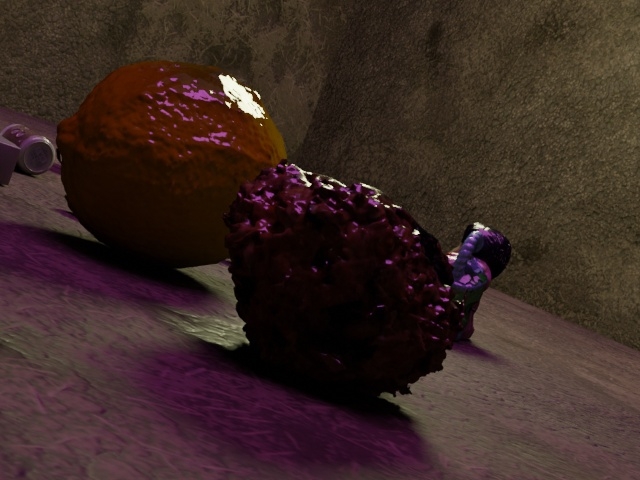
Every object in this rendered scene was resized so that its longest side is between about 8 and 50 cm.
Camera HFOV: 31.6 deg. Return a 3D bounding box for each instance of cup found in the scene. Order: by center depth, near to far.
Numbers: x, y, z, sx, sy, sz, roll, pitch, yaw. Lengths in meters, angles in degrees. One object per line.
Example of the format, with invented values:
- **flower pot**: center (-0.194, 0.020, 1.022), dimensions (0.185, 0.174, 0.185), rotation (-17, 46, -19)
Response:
- **cup**: center (-0.528, -0.162, 1.981), dimensions (0.102, 0.074, 0.099), rotation (16, 6, -42)

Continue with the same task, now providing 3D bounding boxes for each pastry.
- **pastry**: center (0.004, 0.053, 1.095), dimensions (0.274, 0.193, 0.275), rotation (25, -21, 10)

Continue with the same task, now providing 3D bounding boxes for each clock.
- **clock**: center (0.239, 0.065, 1.877), dimensions (0.100, 0.196, 0.194), rotation (25, 3, 16)

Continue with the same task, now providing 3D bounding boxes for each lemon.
- **lemon**: center (-0.176, -0.093, 1.431), dimensions (0.321, 0.268, 0.268), rotation (4, 11, -28)

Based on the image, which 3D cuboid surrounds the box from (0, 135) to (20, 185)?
- **box**: center (-0.567, -0.154, 1.743), dimensions (0.149, 0.067, 0.233), rotation (16, 5, -31)

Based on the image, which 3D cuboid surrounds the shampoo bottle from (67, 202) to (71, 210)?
- **shampoo bottle**: center (-0.298, -0.039, 1.704), dimensions (0.080, 0.040, 0.165), rotation (22, 5, 42)
